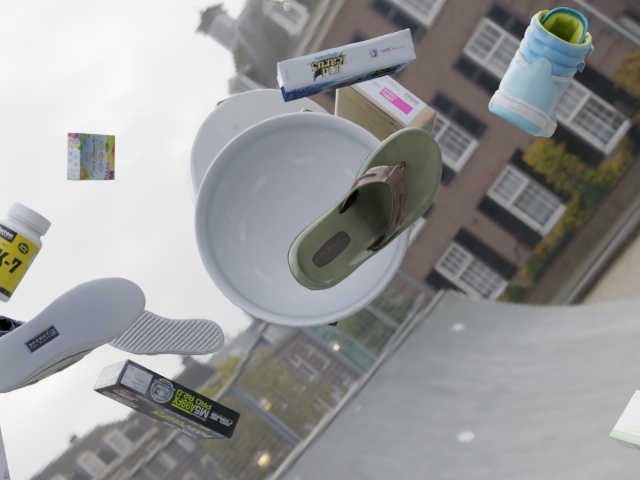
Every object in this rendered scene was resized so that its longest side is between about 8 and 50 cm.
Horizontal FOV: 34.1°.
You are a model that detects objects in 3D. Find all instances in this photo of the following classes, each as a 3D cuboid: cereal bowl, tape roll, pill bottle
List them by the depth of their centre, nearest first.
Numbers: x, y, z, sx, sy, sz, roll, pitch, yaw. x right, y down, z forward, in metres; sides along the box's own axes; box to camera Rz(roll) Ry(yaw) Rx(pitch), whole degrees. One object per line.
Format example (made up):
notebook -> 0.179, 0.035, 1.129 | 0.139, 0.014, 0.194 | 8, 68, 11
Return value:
cereal bowl -> -0.023, -0.028, 1.662 | 0.339, 0.339, 0.141 | -52, -7, -2
tape roll -> -0.107, -0.152, 2.339 | 0.392, 0.392, 0.072 | -48, -2, -23
pill bottle -> -0.703, 0.025, 2.347 | 0.208, 0.119, 0.119 | -61, -8, -13

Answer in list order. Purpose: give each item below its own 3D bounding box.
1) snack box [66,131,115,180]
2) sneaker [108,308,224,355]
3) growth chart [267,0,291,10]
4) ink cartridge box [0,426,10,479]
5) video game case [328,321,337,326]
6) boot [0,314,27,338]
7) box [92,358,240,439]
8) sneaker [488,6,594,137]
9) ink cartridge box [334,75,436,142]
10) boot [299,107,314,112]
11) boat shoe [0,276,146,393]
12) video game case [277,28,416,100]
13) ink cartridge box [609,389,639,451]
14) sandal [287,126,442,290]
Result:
snack box -> -0.484, -0.176, 2.206 | 0.141, 0.037, 0.100 | -9, -80, -70
sneaker -> -0.354, 0.212, 2.307 | 0.161, 0.282, 0.102 | 116, 164, -80
growth chart -> -0.145, -0.494, 1.956 | 0.021, 0.172, 0.237 | -53, -23, 13
ink cartridge box -> -0.663, 0.431, 1.821 | 0.131, 0.306, 0.226 | -24, -21, 22
video game case -> 0.000, 0.000, 2.103 | 0.035, 0.248, 0.275 | 12, -77, -36
boot -> -0.645, 0.202, 2.242 | 0.086, 0.190, 0.069 | -37, 51, 56
box -> -0.328, 0.341, 2.207 | 0.216, 0.270, 0.060 | -24, 40, 62
sneaker -> 0.385, -0.289, 1.771 | 0.208, 0.127, 0.319 | -63, -5, 13
ink cartridge box -> 0.148, -0.294, 2.433 | 0.088, 0.234, 0.193 | -46, -13, -18
boot -> -0.048, -0.178, 2.209 | 0.137, 0.077, 0.198 | -60, -21, -16
boat shoe -> -0.379, 0.144, 1.517 | 0.267, 0.096, 0.088 | -36, -3, -26
video game case -> 0.043, -0.326, 1.974 | 0.244, 0.061, 0.269 | -16, 5, -1
ink cartridge box -> 0.721, 0.334, 2.161 | 0.235, 0.056, 0.171 | -57, 13, -11
sandal -> 0.078, -0.044, 1.523 | 0.303, 0.120, 0.086 | -48, 2, -17
